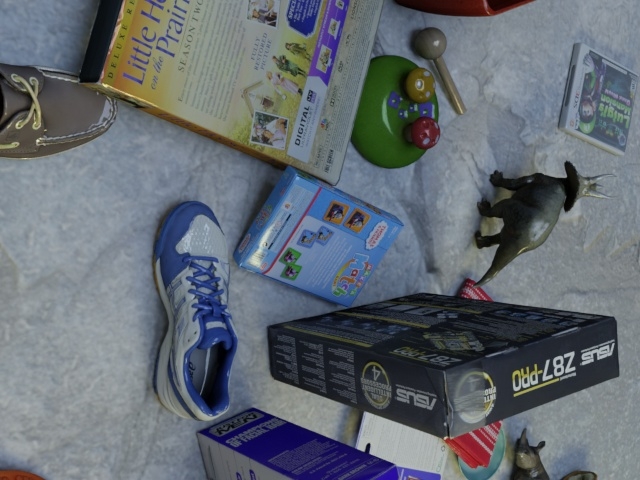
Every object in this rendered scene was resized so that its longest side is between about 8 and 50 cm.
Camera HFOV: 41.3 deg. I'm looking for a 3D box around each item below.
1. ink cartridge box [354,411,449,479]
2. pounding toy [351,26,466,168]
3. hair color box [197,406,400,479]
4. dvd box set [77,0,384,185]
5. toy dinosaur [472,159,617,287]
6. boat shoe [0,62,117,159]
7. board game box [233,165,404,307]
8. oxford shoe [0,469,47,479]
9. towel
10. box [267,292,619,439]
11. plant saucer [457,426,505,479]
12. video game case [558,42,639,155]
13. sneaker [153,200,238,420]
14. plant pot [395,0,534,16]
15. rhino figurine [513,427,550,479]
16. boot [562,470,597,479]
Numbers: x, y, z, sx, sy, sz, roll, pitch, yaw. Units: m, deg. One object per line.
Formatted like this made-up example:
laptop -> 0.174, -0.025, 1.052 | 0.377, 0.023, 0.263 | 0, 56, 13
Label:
ink cartridge box -> 0.119, 0.365, 1.395 | 0.208, 0.045, 0.206 | 21, 80, -36
pounding toy -> 0.159, -0.221, 1.347 | 0.237, 0.110, 0.183 | -41, 115, -25
hair color box -> -0.024, 0.352, 1.116 | 0.110, 0.339, 0.185 | -20, 104, -34
dvd box set -> -0.097, -0.278, 1.154 | 0.420, 0.062, 0.307 | 18, 83, -44
toy dinosaur -> 0.355, -0.047, 1.463 | 0.313, 0.160, 0.121 | -42, 115, -26
boat shoe -> -0.381, -0.154, 0.982 | 0.324, 0.097, 0.116 | -3, 93, -35
board game box -> 0.000, 0.000, 1.255 | 0.211, 0.039, 0.160 | 24, 107, -33
oxford shoe -> -0.410, 0.354, 1.006 | 0.133, 0.130, 0.364 | -45, 129, 13
towel -> 0.264, 0.230, 1.470 | 0.199, 0.031, 0.275 | 45, 56, -27
box -> 0.160, 0.154, 1.198 | 0.318, 0.395, 0.097 | -8, 97, -35
plant saucer -> 0.284, 0.375, 1.525 | 0.119, 0.021, 0.119 | -3, 94, -35
video game case -> 0.550, -0.275, 1.668 | 0.190, 0.022, 0.173 | 15, 85, -35
sneaker -> -0.152, 0.095, 1.140 | 0.112, 0.131, 0.296 | -3, 93, -33
plant pot -> 0.230, -0.486, 1.302 | 0.267, 0.236, 0.267 | -26, 107, -32
rhino figurine -> 0.389, 0.461, 1.571 | 0.106, 0.073, 0.243 | -22, 105, -52
boot -> 0.483, 0.615, 1.627 | 0.236, 0.089, 0.269 | -26, 111, -56
